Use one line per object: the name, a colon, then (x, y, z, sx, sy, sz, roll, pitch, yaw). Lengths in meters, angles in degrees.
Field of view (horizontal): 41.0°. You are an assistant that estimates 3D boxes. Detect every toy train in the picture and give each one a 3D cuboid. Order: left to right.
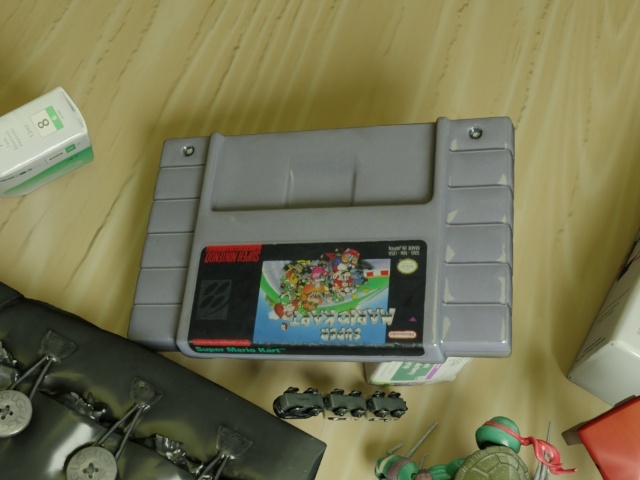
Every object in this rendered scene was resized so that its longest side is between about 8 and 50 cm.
toy train: (0.021, 0.154, 0.790, 0.158, 0.036, 0.027, 11, 53, -40)

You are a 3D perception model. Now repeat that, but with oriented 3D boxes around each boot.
boot: (-0.263, 0.227, 0.697, 0.445, 0.146, 0.367, 31, 71, -1)

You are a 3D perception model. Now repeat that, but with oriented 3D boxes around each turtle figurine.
turtle figurine: (0.129, 0.239, 0.756, 0.175, 0.118, 0.234, 24, 68, 4)

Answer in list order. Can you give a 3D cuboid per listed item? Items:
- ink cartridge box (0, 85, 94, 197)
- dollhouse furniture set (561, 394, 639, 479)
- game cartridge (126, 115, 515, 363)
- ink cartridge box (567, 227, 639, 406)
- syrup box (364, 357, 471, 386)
ink cartridge box: (-0.323, -0.056, 0.797, 0.225, 0.181, 0.056, -33, 95, -12)
dollhouse furniture set: (0.381, 0.270, 0.664, 0.201, 0.152, 0.374, -29, 79, 1)
game cartridge: (0.000, 0.000, 0.802, 0.355, 0.068, 0.230, -2, 62, 17)
ink cartridge box: (0.413, 0.067, 0.877, 0.201, 0.117, 0.278, 31, 64, 8)
syrup box: (0.086, 0.020, 0.865, 0.096, 0.093, 0.236, -1, 64, -9)
